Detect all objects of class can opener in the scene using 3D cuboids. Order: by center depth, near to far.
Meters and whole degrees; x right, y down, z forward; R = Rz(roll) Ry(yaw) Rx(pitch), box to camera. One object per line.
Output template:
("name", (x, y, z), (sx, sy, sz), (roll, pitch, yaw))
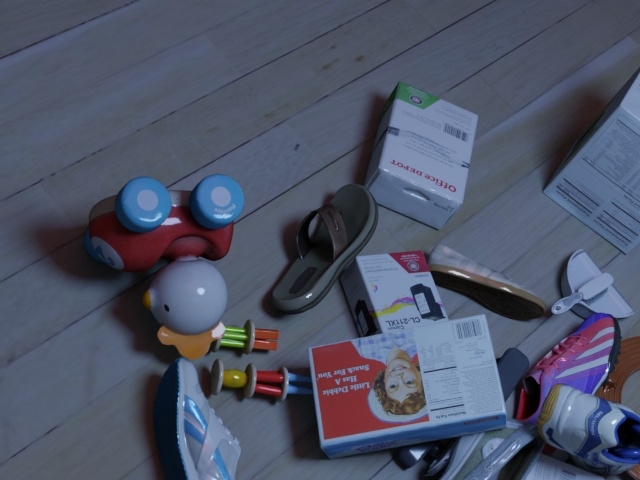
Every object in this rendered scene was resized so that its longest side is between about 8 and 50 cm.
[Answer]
("can opener", (0.226, 0.256, 1.764), (0.093, 0.074, 0.280), (46, 51, 4))

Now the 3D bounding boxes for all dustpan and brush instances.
("dustpan and brush", (0.452, 0.094, 1.988), (0.211, 0.060, 0.147), (-26, 71, -36))

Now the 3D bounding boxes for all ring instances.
("ring", (0.604, 0.291, 1.909), (0.336, 0.032, 0.337), (9, 47, -10))

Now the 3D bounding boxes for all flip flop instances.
("flip flop", (0.000, 0.000, 1.808), (0.277, 0.112, 0.080), (-53, 125, -34))

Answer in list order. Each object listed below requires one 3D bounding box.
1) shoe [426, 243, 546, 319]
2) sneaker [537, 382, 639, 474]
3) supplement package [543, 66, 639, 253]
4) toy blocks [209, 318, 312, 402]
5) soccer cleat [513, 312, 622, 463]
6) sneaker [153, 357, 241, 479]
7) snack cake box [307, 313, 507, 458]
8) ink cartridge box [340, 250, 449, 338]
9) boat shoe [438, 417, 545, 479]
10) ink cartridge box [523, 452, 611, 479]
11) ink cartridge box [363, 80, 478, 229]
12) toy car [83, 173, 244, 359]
("shoe", (0.277, 0.068, 1.915), (0.219, 0.076, 0.058), (22, 57, -7))
("sneaker", (0.431, 0.297, 1.684), (0.296, 0.131, 0.112), (26, 81, -50))
("supplement package", (0.578, -0.157, 2.086), (0.198, 0.263, 0.199), (37, 50, 3))
("toy blocks", (-0.085, 0.176, 1.689), (0.148, 0.054, 0.123), (9, 55, -19))
("soccer cleat", (0.389, 0.217, 1.847), (0.116, 0.108, 0.318), (36, 54, -4))
("sneaker", (-0.166, 0.271, 1.576), (0.092, 0.087, 0.229), (1, 65, -33))
("snack cake box", (0.124, 0.211, 1.655), (0.264, 0.089, 0.152), (-11, 66, 5))
("ink cartridge box", (0.124, 0.111, 1.817), (0.127, 0.072, 0.175), (-5, 60, -27))
("boat shoe", (0.216, 0.381, 1.617), (0.320, 0.103, 0.118), (-55, 132, -32))
("ink cartridge box", (0.381, 0.426, 1.690), (0.218, 0.092, 0.158), (20, 55, 1))
("ink cartridge box", (0.173, -0.148, 2.003), (0.160, 0.092, 0.219), (23, 52, -8))
("toy car", (-0.213, 0.051, 1.633), (0.210, 0.219, 0.238), (-3, 76, -26))
